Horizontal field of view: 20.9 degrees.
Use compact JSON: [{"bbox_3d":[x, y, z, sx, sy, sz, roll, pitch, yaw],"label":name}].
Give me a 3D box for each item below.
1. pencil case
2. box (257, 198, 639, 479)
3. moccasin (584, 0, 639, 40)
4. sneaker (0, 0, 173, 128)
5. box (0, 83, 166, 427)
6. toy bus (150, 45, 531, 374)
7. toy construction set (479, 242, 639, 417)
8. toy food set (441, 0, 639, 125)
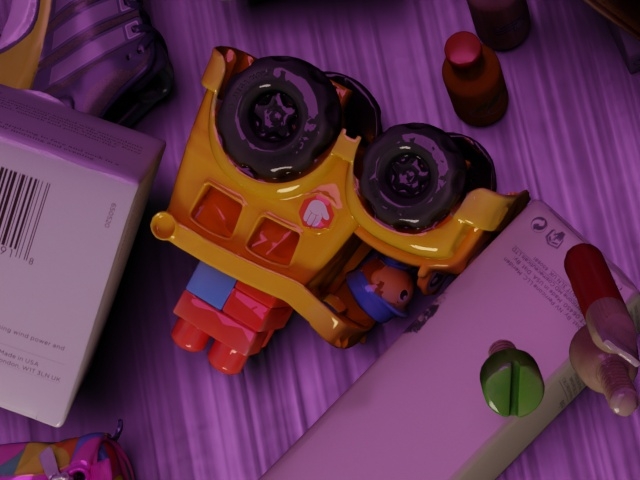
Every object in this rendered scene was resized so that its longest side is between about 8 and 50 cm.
[{"bbox_3d":[-0.237,0.181,1.162,0.236,0.104,0.104,-8,74,10],"label":"pencil case"},{"bbox_3d":[0.080,0.110,1.109,0.275,0.113,0.094,-44,71,-3],"label":"box"},{"bbox_3d":[0.260,-0.108,1.074,0.380,0.139,0.147,43,83,-9],"label":"moccasin"},{"bbox_3d":[-0.156,-0.157,1.239,0.121,0.111,0.300,14,86,8],"label":"sneaker"},{"bbox_3d":[-0.218,-0.001,1.139,0.181,0.119,0.182,19,107,-2],"label":"box"},{"bbox_3d":[0.000,0.000,1.145,0.220,0.149,0.211,26,95,14],"label":"toy bus"},{"bbox_3d":[0.209,0.173,0.943,0.257,0.237,0.309,-29,106,9],"label":"toy construction set"},{"bbox_3d":[0.180,-0.175,1.163,0.232,0.104,0.111,-22,72,5],"label":"toy food set"}]
